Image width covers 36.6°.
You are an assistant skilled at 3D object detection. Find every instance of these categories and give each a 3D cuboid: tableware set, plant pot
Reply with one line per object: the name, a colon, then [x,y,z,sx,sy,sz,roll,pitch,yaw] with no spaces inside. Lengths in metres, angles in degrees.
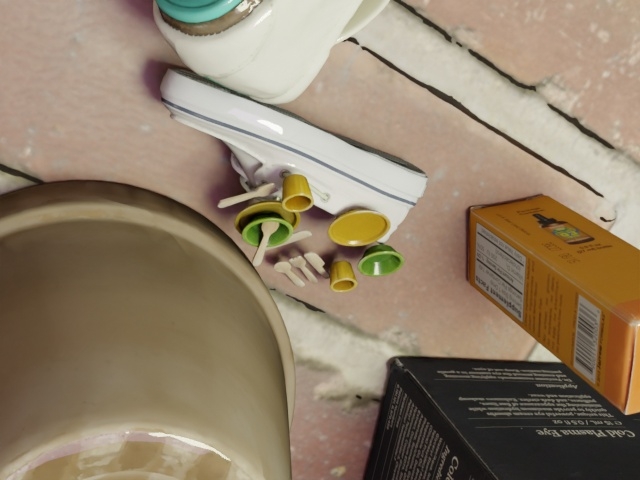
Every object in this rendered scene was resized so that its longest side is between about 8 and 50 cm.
tableware set: [0.000,0.000,0.720,0.104,0.024,0.154,-18,147,15]
plant pot: [-0.147,0.146,0.625,0.323,0.280,0.323,-5,107,-16]

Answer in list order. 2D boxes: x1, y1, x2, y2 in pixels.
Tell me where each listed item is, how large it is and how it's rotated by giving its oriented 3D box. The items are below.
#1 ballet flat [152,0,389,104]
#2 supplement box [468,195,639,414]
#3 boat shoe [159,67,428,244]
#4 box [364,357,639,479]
ballet flat: [0.047,-0.255,0.643,0.139,0.139,0.400,42,83,-27]
supplement box: [0.198,0.038,0.742,0.078,0.233,0.080,-9,116,-16]
boat shoe: [-0.021,-0.053,0.714,0.226,0.083,0.075,21,100,-25]
box: [0.250,0.248,0.794,0.343,0.312,0.178,5,108,-21]
